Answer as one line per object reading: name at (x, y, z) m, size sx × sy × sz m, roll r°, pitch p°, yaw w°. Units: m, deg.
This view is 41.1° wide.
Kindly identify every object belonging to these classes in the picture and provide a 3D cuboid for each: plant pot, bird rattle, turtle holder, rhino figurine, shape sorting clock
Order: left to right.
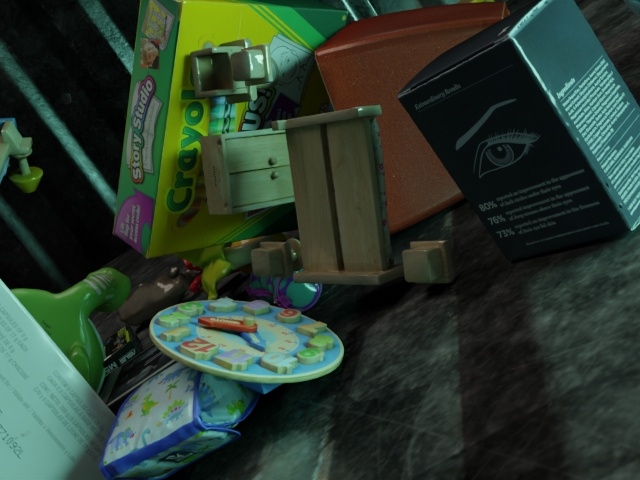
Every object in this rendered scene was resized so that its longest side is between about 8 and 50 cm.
turtle holder at (-0.454, 0.179, 1.345) m, size 0.227 × 0.243 × 0.321 m, roll 102°, pitch 178°, yaw -78°
rhino figurine at (-0.312, 0.103, 1.721) m, size 0.243 × 0.073 × 0.106 m, roll -28°, pitch 10°, yaw 26°
bird rattle at (-0.146, 0.038, 1.499) m, size 0.206 × 0.143 × 0.253 m, roll -16°, pitch -10°, yaw -3°
shape sorting clock at (-0.077, 0.100, 0.902) m, size 0.206 × 0.040 × 0.206 m, roll 7°, pitch 18°, yaw -2°
plant pot at (0.170, -0.196, 1.190) m, size 0.235 × 0.268 × 0.267 m, roll -15°, pitch 18°, yaw 19°

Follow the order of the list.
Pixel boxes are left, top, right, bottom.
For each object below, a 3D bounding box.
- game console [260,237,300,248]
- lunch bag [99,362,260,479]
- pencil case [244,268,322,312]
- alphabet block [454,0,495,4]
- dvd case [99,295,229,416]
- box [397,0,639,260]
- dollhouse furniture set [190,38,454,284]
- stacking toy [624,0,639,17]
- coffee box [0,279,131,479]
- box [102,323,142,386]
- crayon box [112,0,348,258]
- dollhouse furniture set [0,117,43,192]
game console at (0.000, 0.000, 1.253) m, size 0.144 × 0.124 × 0.085 m, roll -11°, pitch 54°, yaw 63°
lunch bag at (-0.149, 0.187, 0.896) m, size 0.128 × 0.096 × 0.151 m, roll -31°, pitch 3°, yaw 16°
pencil case at (-0.053, 0.063, 1.193) m, size 0.070 × 0.065 × 0.151 m, roll -30°, pitch 10°, yaw -16°
alphabet block at (0.248, -0.308, 1.516) m, size 0.197 × 0.192 × 0.193 m, roll -28°, pitch 15°, yaw 25°
dvd case at (-0.238, 0.184, 1.312) m, size 0.238 × 0.030 × 0.179 m, roll -35°, pitch 12°, yaw 5°
box at (0.200, -0.102, 0.796) m, size 0.108 × 0.207 × 0.153 m, roll -43°, pitch 14°, yaw -34°
dollhouse furniture set at (0.032, -0.113, 1.040) m, size 0.355 × 0.304 × 0.173 m, roll 0°, pitch 10°, yaw 44°
stacking toy at (0.479, -0.408, 1.103) m, size 0.130 × 0.279 × 0.309 m, roll -50°, pitch 17°, yaw -17°
coffee box at (-0.459, 0.227, 0.997) m, size 0.338 × 0.338 × 0.334 m, roll -40°, pitch 12°, yaw -21°
box at (-0.411, 0.235, 1.550) m, size 0.184 × 0.045 × 0.190 m, roll -35°, pitch 11°, yaw -11°
crayon box at (-0.131, -0.175, 1.259) m, size 0.106 × 0.363 × 0.313 m, roll 29°, pitch 28°, yaw 35°
dollhouse furniture set at (-0.503, 0.001, 1.043) m, size 0.303 × 0.198 × 0.286 m, roll -5°, pitch 32°, yaw -8°
